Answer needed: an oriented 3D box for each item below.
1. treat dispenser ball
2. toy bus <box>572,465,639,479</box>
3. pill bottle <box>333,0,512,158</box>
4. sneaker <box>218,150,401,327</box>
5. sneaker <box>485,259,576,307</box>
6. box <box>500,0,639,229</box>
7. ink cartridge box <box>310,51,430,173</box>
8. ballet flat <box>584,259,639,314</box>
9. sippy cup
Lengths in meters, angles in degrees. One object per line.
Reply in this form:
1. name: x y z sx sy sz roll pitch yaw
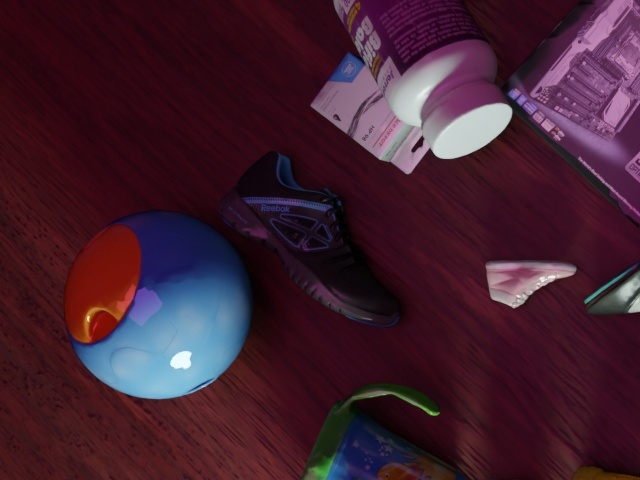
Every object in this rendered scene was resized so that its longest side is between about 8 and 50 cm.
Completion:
1. treat dispenser ball: -0.246 0.097 1.766 0.288 0.288 0.288 0 90 19
2. toy bus: 0.444 0.432 1.592 0.211 0.149 0.220 1 91 21
3. pill bottle: 0.150 -0.272 1.663 0.169 0.169 0.301 -34 65 16
4. sneaker: 0.000 0.000 1.768 0.341 0.125 0.139 39 97 13
5. sneaker: 0.310 0.064 1.699 0.134 0.051 0.070 -1 91 22
6. box: 0.443 -0.192 1.638 0.307 0.076 0.242 47 104 15
7. ink cartridge box: 0.089 -0.194 1.770 0.180 0.060 0.104 39 101 15
8. ballet flat: 0.474 0.039 1.575 0.096 0.095 0.280 52 131 18
9. sippy cup: 0.086 0.381 1.695 0.224 0.240 0.305 20 135 8
